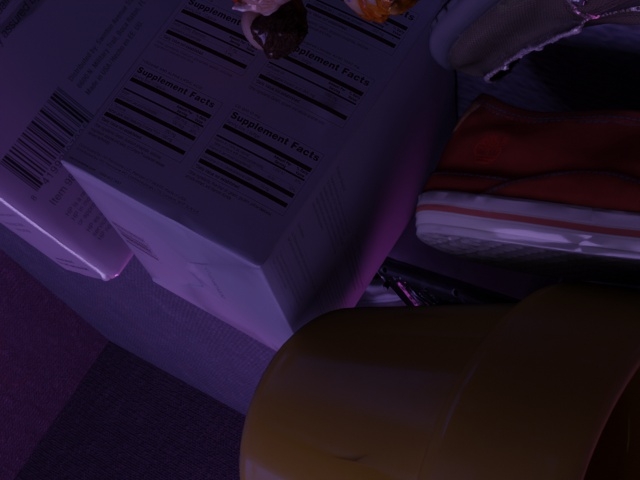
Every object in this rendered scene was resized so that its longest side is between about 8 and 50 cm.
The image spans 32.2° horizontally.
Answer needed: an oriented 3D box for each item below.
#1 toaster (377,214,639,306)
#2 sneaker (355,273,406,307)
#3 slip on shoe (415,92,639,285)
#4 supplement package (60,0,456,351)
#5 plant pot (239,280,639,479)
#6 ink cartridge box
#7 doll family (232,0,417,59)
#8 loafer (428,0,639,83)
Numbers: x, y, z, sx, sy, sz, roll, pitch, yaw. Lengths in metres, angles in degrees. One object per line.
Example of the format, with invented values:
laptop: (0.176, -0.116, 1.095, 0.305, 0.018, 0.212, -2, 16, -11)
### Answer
toaster: (0.160, 0.044, 0.844, 0.186, 0.110, 0.168, 18, 159, 44)
sneaker: (0.000, 0.000, 1.080, 0.286, 0.109, 0.130, 17, 149, 26)
slip on shoe: (0.208, -0.025, 0.570, 0.331, 0.101, 0.123, 8, 169, 30)
supplement package: (-0.025, -0.058, 0.728, 0.149, 0.203, 0.194, 28, 163, 19)
plant pot: (0.092, 0.139, 0.645, 0.239, 0.254, 0.254, 11, 154, 42)
ink cartridge box: (-0.222, -0.150, 0.794, 0.307, 0.223, 0.129, 40, 164, -24)
doll family: (-0.014, -0.165, 0.507, 0.163, 0.118, 0.263, 52, -178, -3)
loafer: (0.123, -0.116, 0.468, 0.087, 0.094, 0.251, 39, 164, -5)
